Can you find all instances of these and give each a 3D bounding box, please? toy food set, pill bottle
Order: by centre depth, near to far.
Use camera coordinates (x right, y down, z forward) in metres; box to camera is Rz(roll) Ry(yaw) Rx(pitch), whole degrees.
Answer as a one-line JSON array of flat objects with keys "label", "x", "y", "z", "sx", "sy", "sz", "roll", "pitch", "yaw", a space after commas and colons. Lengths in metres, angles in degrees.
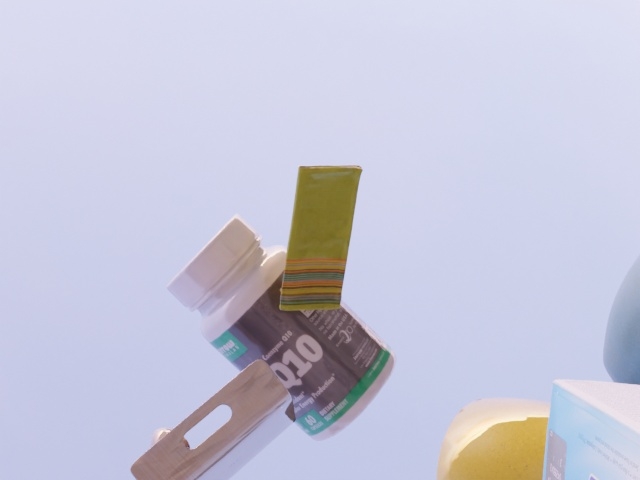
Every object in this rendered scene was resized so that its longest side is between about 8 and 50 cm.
[{"label": "toy food set", "x": -0.148, "y": 0.278, "z": 1.381, "sx": 0.219, "sy": 0.306, "sz": 0.092, "roll": -40, "pitch": -104, "yaw": -12}, {"label": "pill bottle", "x": -0.066, "y": 0.140, "z": 1.613, "sx": 0.361, "sy": 0.204, "sz": 0.204, "roll": 44, "pitch": -132, "yaw": -5}]

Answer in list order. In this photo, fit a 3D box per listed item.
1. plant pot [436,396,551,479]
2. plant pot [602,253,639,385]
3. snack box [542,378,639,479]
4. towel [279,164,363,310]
[{"label": "plant pot", "x": 0.149, "y": 0.156, "z": 0.593, "sx": 0.134, "sy": 0.095, "sz": 0.134, "roll": 19, "pitch": -118, "yaw": -42}, {"label": "plant pot", "x": 0.543, "y": 0.161, "z": 1.468, "sx": 0.290, "sy": 0.195, "sz": 0.290, "roll": 35, "pitch": -158, "yaw": -16}, {"label": "snack box", "x": 0.256, "y": 0.099, "z": 0.328, "sx": 0.321, "sy": 0.187, "sz": 0.060, "roll": 5, "pitch": -90, "yaw": 0}, {"label": "towel", "x": 0.000, "y": 0.000, "z": 1.453, "sx": 0.102, "sy": 0.237, "sz": 0.021, "roll": -3, "pitch": -152, "yaw": -23}]
